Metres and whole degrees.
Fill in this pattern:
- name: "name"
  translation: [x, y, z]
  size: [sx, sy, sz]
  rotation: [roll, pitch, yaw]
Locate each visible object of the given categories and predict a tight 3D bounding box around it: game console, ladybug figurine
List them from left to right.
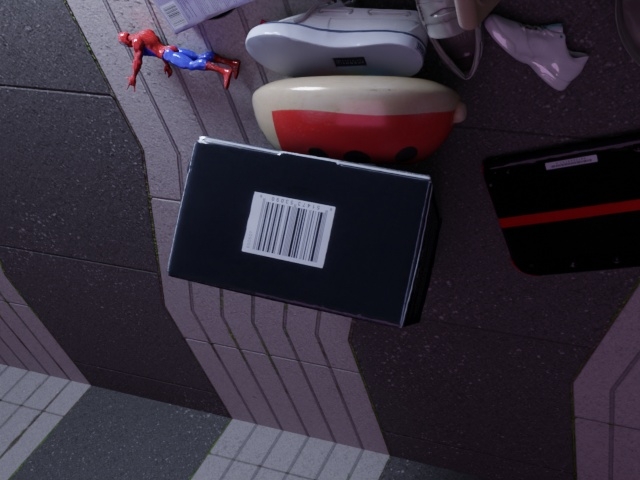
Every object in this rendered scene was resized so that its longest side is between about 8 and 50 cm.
- name: "ladybug figurine"
  translation: [0.069, -0.237, 1.330]
  size: [0.449, 0.305, 0.162]
  rotation: [5, 97, 28]
- name: "game console"
  translation: [0.586, -0.070, 1.462]
  size: [0.386, 0.060, 0.342]
  rotation: [-8, 123, 29]

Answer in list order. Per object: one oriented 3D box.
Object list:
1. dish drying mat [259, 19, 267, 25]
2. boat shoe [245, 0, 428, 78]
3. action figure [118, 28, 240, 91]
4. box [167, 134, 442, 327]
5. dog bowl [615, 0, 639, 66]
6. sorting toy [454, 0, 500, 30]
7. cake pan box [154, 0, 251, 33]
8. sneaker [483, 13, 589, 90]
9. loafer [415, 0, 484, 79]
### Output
- name: "dish drying mat"
  translation: [-0.094, -0.442, 1.416]
  size: [0.083, 0.008, 0.032]
  rotation: [29, 136, -4]
- name: "boat shoe"
  translation: [0.036, -0.415, 1.290]
  size: [0.367, 0.156, 0.136]
  rotation: [7, 154, 24]
- name: "action figure"
  translation: [-0.337, -0.391, 1.509]
  size: [0.280, 0.091, 0.139]
  rotation: [22, 128, 2]
- name: "box"
  translation: [0.000, 0.000, 1.446]
  size: [0.480, 0.297, 0.472]
  rotation: [11, 178, 13]
- name: "dog bowl"
  translation: [0.660, -0.412, 1.049]
  size: [0.349, 0.102, 0.348]
  rotation: [12, 137, 12]
- name: "sorting toy"
  translation: [0.270, -0.482, 1.089]
  size: [0.038, 0.208, 0.193]
  rotation: [17, 142, 41]
- name: "cake pan box"
  translation: [-0.261, -0.569, 1.322]
  size: [0.246, 0.070, 0.267]
  rotation: [-10, 127, 34]
- name: "sneaker"
  translation: [0.405, -0.375, 1.229]
  size: [0.212, 0.080, 0.094]
  rotation: [29, 126, -16]
- name: "loafer"
  translation: [0.228, -0.409, 1.155]
  size: [0.112, 0.111, 0.319]
  rotation: [-13, 151, 23]
